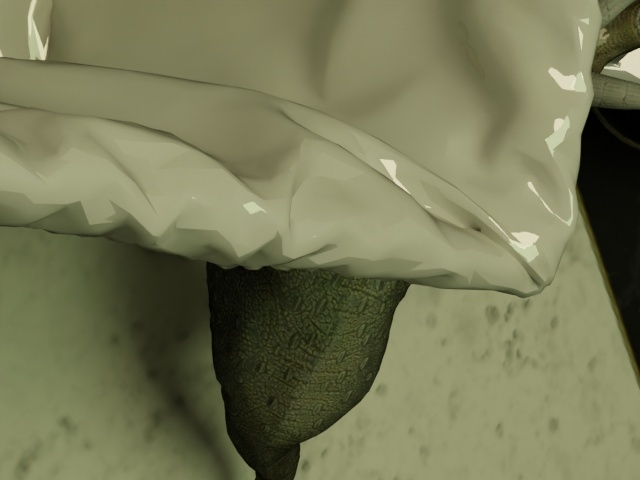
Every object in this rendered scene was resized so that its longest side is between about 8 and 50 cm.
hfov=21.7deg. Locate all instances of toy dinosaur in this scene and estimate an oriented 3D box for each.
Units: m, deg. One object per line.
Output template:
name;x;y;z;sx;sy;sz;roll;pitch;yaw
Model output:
toy dinosaur;0.000;0.000;0.653;0.121;0.160;0.313;32;103;-13

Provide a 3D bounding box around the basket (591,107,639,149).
basket;0.266;-0.115;0.908;0.227;0.154;0.204;19;81;-45

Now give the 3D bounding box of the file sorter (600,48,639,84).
file sorter;0.148;-0.172;0.687;0.277;0.173;0.193;10;84;-1

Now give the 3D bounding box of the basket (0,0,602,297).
basket;-0.106;-0.166;0.486;0.331;0.266;0.328;10;86;-43
